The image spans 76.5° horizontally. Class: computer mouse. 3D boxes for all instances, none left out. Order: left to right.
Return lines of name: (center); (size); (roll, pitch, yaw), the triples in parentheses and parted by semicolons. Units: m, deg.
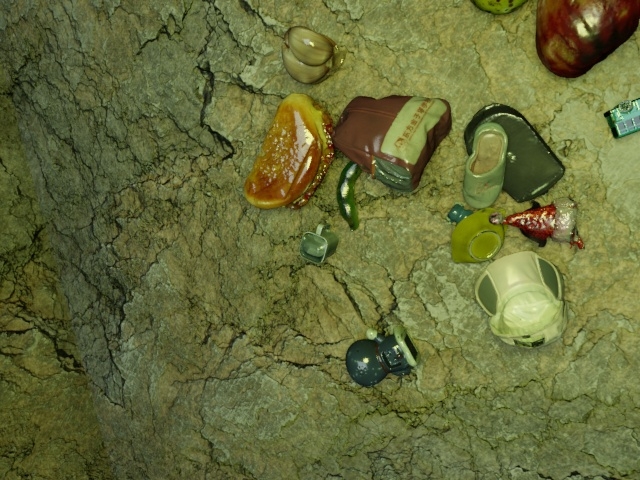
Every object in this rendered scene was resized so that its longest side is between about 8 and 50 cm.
computer mouse: (0.530, -0.246, 1.128); (0.295, 0.087, 0.168); (47, 132, -3)

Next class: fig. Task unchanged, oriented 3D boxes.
fig: (0.617, -0.523, 0.952); (0.223, 0.224, 0.263); (2, 112, 24)

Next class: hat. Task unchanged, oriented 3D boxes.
hat: (0.578, 0.168, 1.159); (0.231, 0.161, 0.275); (-22, 67, 28)
hat: (0.580, -0.047, 1.106); (0.227, 0.129, 0.140); (1, 90, 16)

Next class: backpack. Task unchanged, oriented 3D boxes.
backpack: (0.190, -0.305, 1.200); (0.317, 0.197, 0.283); (24, 70, 28)

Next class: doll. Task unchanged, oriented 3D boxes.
doll: (0.425, -0.068, 1.232); (0.083, 0.050, 0.076); (35, 116, 13)

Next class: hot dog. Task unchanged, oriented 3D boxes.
hot dog: (-0.081, -0.262, 1.347); (0.223, 0.185, 0.405); (34, 112, 17)

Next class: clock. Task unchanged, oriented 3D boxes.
clock: (0.198, 0.392, 1.373); (0.243, 0.146, 0.200); (-28, 92, 19)

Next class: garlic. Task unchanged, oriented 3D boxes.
garlic: (-0.040, -0.568, 1.262); (0.191, 0.214, 0.160); (23, 118, 8)

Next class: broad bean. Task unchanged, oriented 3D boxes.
broad bean: (0.126, -0.182, 1.345); (0.144, 0.049, 0.292); (32, 110, 11)

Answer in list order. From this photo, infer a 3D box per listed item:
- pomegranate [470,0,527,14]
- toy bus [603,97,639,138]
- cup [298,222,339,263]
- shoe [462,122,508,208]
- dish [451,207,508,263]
pomegranate: (0.489, -0.683, 1.014); (0.245, 0.198, 0.199); (-13, 94, 13)
toy bus: (0.803, -0.317, 0.995); (0.160, 0.079, 0.092); (-21, 90, 27)
cup: (0.000, 0.000, 1.391); (0.095, 0.129, 0.128); (21, 108, 19)
shoe: (0.441, -0.186, 1.100); (0.103, 0.100, 0.251); (12, 126, 25)
dish: (0.470, -0.001, 1.180); (0.148, 0.080, 0.208); (33, 109, -11)
